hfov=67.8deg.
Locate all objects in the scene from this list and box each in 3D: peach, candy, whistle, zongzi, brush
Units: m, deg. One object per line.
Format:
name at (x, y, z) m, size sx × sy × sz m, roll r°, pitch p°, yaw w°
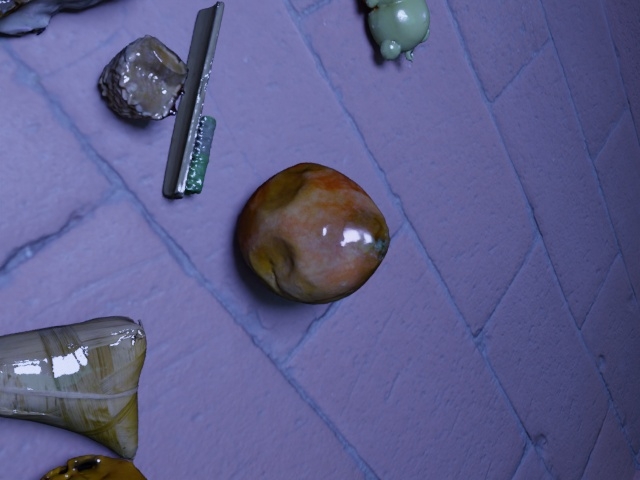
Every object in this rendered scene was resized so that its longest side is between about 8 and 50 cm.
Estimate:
peach at (0.000, 0.000, 0.698) m, size 0.214 × 0.236 × 0.214 m, roll -10°, pitch 107°, yaw -35°
candy at (-0.222, -0.199, 0.593) m, size 0.085 × 0.110 × 0.095 m, roll 38°, pitch 80°, yaw -43°
whistle at (0.119, -0.461, 0.855) m, size 0.131 × 0.106 × 0.288 m, roll -38°, pitch 115°, yaw -29°
zongzi at (-0.299, 0.194, 0.556) m, size 0.195 × 0.099 × 0.197 m, roll -2°, pitch 100°, yaw -38°
brush at (-0.169, -0.194, 0.670) m, size 0.048 × 0.054 × 0.282 m, roll 14°, pitch 83°, yaw -47°

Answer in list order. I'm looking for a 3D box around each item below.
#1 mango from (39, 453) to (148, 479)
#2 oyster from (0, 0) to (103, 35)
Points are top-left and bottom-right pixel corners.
mango at (-0.252, 0.394, 0.559) m, size 0.201 × 0.153 × 0.287 m, roll -33°, pitch 113°, yaw -38°
oyster at (-0.291, -0.325, 0.531) m, size 0.342 × 0.110 × 0.166 m, roll -18°, pitch 97°, yaw -23°
